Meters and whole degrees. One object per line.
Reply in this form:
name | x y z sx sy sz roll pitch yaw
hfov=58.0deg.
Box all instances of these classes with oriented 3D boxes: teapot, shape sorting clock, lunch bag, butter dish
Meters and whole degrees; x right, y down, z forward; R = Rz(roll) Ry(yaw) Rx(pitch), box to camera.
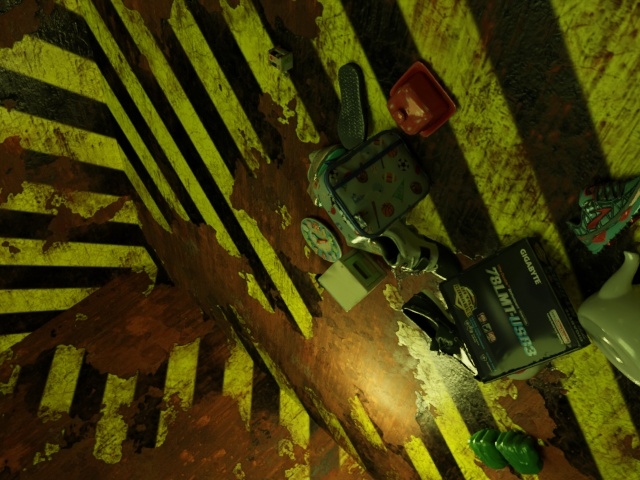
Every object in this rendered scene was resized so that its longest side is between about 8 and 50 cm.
teapot | 0.714 0.190 1.262 0.252 0.187 0.256 54 -176 36
shape sorting clock | 0.000 0.000 2.193 0.206 0.040 0.206 35 147 28
lunch bag | 0.135 -0.151 1.568 0.243 0.303 0.115 56 154 -6
butter dish | 0.226 -0.329 1.433 0.160 0.118 0.160 51 150 0

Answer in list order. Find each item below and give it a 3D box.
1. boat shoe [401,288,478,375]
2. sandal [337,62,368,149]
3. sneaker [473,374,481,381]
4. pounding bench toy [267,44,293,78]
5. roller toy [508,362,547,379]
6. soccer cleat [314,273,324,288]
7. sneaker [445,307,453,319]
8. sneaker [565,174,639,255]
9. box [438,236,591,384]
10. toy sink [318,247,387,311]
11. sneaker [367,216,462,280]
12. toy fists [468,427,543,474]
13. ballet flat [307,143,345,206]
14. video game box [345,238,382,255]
boat shoe | 0.360 0.285 1.719 0.340 0.113 0.127 54 160 36
sandal | 0.101 -0.376 1.639 0.097 0.054 0.254 23 130 31
sneaker | 0.512 0.347 1.797 0.081 0.090 0.232 23 140 41
pounding bench toy | -0.125 -0.542 1.762 0.065 0.052 0.083 36 147 26
roller toy | 0.552 0.274 1.604 0.209 0.146 0.191 -25 91 57
soccer cleat | 0.056 0.180 2.302 0.179 0.060 0.072 37 138 14
sneaker | 0.448 0.240 1.768 0.115 0.090 0.232 54 161 11
sneaker | 0.599 -0.074 1.202 0.125 0.104 0.261 44 150 19
box | 0.484 0.183 1.480 0.293 0.073 0.295 -36 68 42
toy sink | 0.129 0.119 2.022 0.153 0.234 0.131 49 121 9
sneaker | 0.267 0.048 1.708 0.331 0.146 0.122 35 143 -8
toy fists | 0.644 0.732 2.033 0.142 0.096 0.279 48 151 -13
ballet flat | 0.002 -0.230 1.881 0.106 0.108 0.316 56 153 22
video game box | 0.150 -0.047 1.924 0.205 0.048 0.187 17 137 46
